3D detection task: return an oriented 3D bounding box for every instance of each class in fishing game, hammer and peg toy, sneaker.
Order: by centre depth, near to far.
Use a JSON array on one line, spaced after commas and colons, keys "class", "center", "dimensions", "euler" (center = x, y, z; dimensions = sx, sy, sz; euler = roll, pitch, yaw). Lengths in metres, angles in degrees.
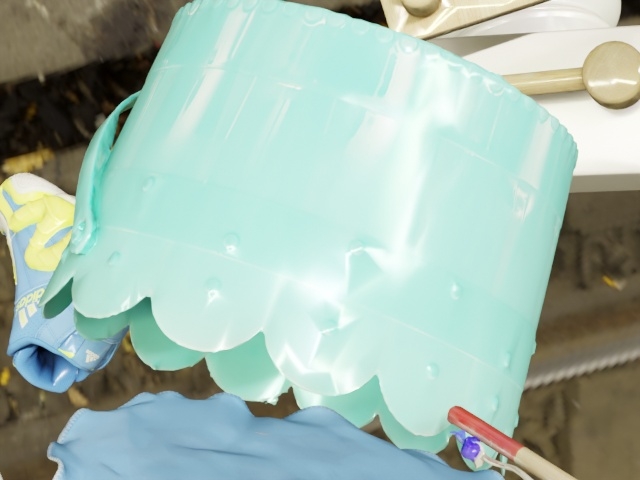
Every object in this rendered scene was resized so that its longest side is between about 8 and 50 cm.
[{"class": "fishing game", "center": [-0.004, 0.098, 0.525], "dimensions": [0.264, 0.189, 0.041], "euler": [3, 105, -38]}, {"class": "sneaker", "center": [-0.191, 0.029, 1.059], "dimensions": [0.091, 0.240, 0.126], "euler": [35, 80, -28]}, {"class": "hammer and peg toy", "center": [0.161, -0.279, 1.405], "dimensions": [0.266, 0.127, 0.361], "euler": [-16, 86, 8]}]

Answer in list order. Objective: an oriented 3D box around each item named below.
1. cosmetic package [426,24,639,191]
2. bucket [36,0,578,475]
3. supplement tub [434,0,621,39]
[{"class": "cosmetic package", "center": [0.189, -0.128, 1.596], "dimensions": [0.365, 0.197, 0.155], "euler": [-1, 86, 17]}, {"class": "bucket", "center": [0.000, 0.000, 0.846], "dimensions": [0.281, 0.281, 0.183], "euler": [24, 79, -24]}, {"class": "supplement tub", "center": [0.230, -0.339, 1.865], "dimensions": [0.241, 0.331, 0.241], "euler": [-6, 157, -3]}]
